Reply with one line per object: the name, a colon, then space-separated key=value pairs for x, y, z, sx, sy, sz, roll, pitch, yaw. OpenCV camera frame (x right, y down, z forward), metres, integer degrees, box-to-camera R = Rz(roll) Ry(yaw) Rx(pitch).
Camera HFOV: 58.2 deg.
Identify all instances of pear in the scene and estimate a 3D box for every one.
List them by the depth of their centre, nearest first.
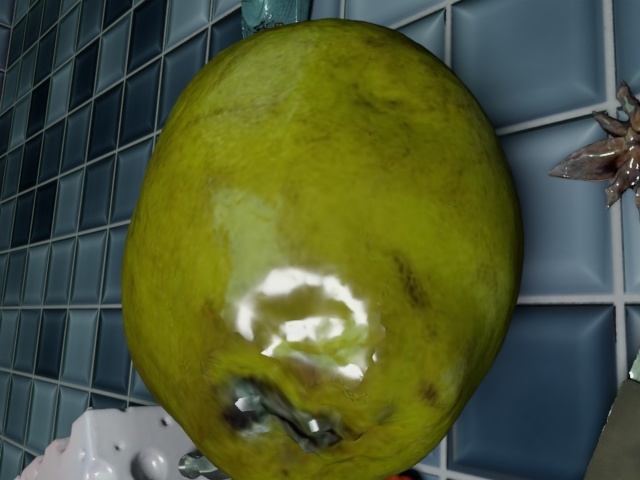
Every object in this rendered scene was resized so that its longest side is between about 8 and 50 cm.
pear: x=0.000 y=0.000 z=0.499 sx=0.352 sy=0.352 sz=0.413 roll=-48 pitch=32 yaw=28

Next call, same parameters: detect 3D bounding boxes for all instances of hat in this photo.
hat: x=-0.070 y=-0.348 z=0.828 sx=0.138 sy=0.078 sz=0.190 roll=-4 pitch=78 yaw=44

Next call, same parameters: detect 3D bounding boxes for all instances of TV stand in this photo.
TV stand: x=0.248 y=0.117 z=0.418 sx=0.049 sy=0.040 sz=0.256 roll=25 pitch=100 yaw=47

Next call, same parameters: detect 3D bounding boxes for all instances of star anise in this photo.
star anise: x=0.242 y=-0.070 z=0.453 sx=0.129 sy=0.056 sz=0.124 roll=-15 pitch=72 yaw=44

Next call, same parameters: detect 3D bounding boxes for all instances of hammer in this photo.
hammer: x=-0.079 y=0.160 z=0.679 sx=0.103 sy=0.029 sz=0.246 roll=-17 pitch=36 yaw=34

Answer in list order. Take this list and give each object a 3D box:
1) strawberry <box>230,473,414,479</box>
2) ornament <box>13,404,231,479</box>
strawberry: x=0.017 y=0.347 z=0.504 sx=0.336 sy=0.265 sz=0.149 roll=26 pitch=130 yaw=29
ornament: x=-0.203 y=0.354 z=0.694 sx=0.240 sy=0.239 sz=0.239 roll=-41 pitch=55 yaw=32
